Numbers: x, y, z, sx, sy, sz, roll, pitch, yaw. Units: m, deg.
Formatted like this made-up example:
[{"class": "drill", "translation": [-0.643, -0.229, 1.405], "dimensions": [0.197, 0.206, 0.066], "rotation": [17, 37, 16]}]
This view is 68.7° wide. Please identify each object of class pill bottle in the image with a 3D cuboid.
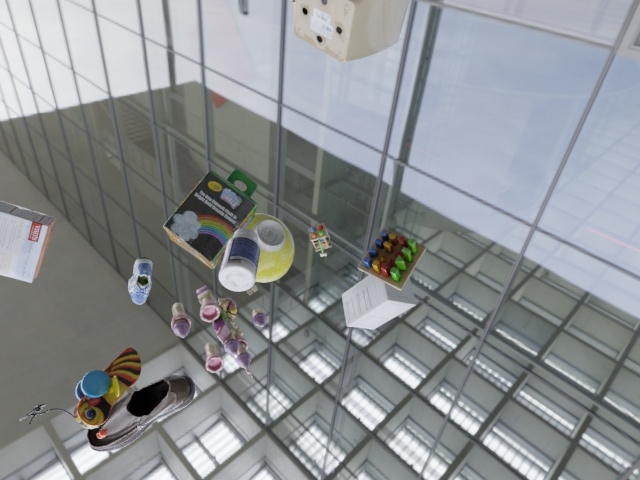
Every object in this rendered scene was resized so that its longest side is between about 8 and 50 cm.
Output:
[{"class": "pill bottle", "translation": [-0.149, 0.032, 0.880], "dimensions": [0.067, 0.067, 0.120], "rotation": [5, -141, -3]}]

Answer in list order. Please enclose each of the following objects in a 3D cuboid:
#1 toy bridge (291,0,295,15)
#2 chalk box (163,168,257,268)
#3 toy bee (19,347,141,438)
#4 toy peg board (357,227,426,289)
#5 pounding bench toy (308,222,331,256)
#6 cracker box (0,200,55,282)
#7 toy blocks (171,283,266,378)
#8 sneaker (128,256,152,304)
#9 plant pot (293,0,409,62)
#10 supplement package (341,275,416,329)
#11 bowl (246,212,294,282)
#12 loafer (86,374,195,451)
[{"class": "toy bridge", "translation": [0.016, -0.450, 0.950], "dimensions": [0.188, 0.063, 0.026], "rotation": [27, -122, 35]}, {"class": "chalk box", "translation": [-0.315, -0.084, 1.446], "dimensions": [0.180, 0.179, 0.289], "rotation": [38, -106, -3]}, {"class": "toy bee", "translation": [-0.593, 0.434, 1.251], "dimensions": [0.298, 0.195, 0.162], "rotation": [-36, -91, -24]}, {"class": "toy peg board", "translation": [0.216, 0.041, 1.451], "dimensions": [0.160, 0.079, 0.161], "rotation": [26, -107, 28]}, {"class": "pounding bench toy", "translation": [0.000, 0.000, 1.419], "dimensions": [0.052, 0.065, 0.083], "rotation": [-16, -129, 9]}, {"class": "cracker box", "translation": [-0.759, -0.013, 1.076], "dimensions": [0.232, 0.156, 0.067], "rotation": [20, -164, -19]}, {"class": "toy blocks", "translation": [-0.318, 0.300, 1.622], "dimensions": [0.309, 0.289, 0.260], "rotation": [-33, -150, -6]}, {"class": "sneaker", "translation": [-0.658, 0.161, 1.705], "dimensions": [0.080, 0.211, 0.081], "rotation": [3, -142, -22]}, {"class": "plant pot", "translation": [0.029, -0.265, 0.519], "dimensions": [0.109, 0.109, 0.096], "rotation": [35, -119, 13]}, {"class": "supplement package", "translation": [0.207, 0.217, 1.722], "dimensions": [0.139, 0.244, 0.134], "rotation": [14, -127, -32]}, {"class": "bowl", "translation": [-0.216, 0.003, 1.828], "dimensions": [0.289, 0.156, 0.290], "rotation": [12, -120, -22]}, {"class": "loafer", "translation": [-0.573, 0.515, 1.443], "dimensions": [0.366, 0.130, 0.134], "rotation": [-33, -122, -2]}]
